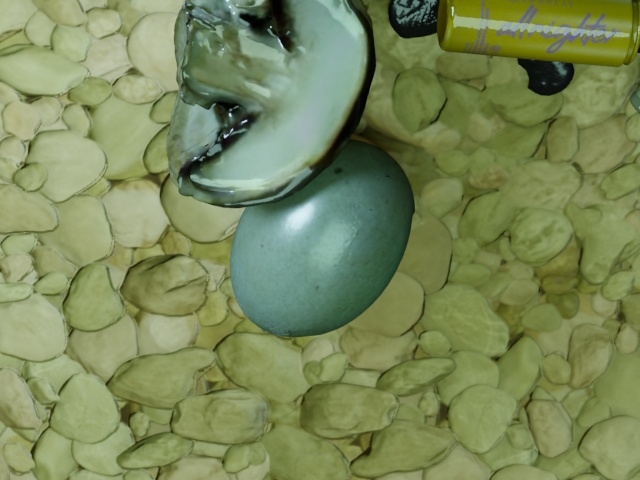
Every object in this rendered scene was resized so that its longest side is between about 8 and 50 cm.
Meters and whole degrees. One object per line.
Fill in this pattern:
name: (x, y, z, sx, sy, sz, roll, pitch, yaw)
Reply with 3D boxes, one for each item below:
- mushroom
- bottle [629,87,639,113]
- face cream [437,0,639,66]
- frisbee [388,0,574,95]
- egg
mushroom: (-0.052, -0.175, 1.842, 0.189, 0.164, 0.267, 3, 119, -8)
bottle: (0.367, -0.166, 1.929, 0.047, 0.063, 0.101, 44, 111, 6)
face cream: (0.256, -0.214, 1.862, 0.273, 0.078, 0.078, 5, 122, -6)
frisbee: (0.187, -0.250, 1.890, 0.211, 0.012, 0.187, 18, 119, -13)
egg: (0.000, 0.000, 1.946, 0.169, 0.169, 0.236, 24, 120, -16)
